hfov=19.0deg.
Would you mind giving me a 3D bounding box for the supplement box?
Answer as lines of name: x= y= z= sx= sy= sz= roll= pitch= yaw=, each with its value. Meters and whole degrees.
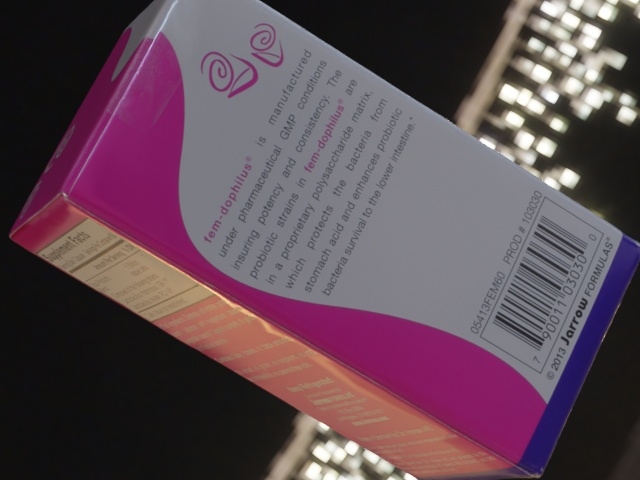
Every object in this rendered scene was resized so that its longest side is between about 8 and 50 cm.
supplement box: x=0.000 y=0.000 z=0.784 sx=0.111 sy=0.220 sz=0.114 roll=-62 pitch=15 yaw=-18
